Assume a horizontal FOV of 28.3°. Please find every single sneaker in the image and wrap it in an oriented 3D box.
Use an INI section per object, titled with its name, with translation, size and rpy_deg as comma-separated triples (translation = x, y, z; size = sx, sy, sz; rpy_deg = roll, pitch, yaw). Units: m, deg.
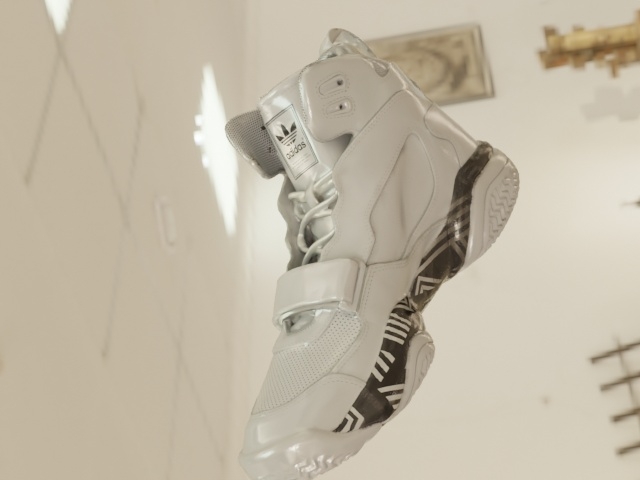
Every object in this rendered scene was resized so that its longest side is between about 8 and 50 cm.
[sneaker]
translation = 0.000, 0.000, 0.958
size = 0.210, 0.137, 0.366
rpy_deg = 46, -127, -14
